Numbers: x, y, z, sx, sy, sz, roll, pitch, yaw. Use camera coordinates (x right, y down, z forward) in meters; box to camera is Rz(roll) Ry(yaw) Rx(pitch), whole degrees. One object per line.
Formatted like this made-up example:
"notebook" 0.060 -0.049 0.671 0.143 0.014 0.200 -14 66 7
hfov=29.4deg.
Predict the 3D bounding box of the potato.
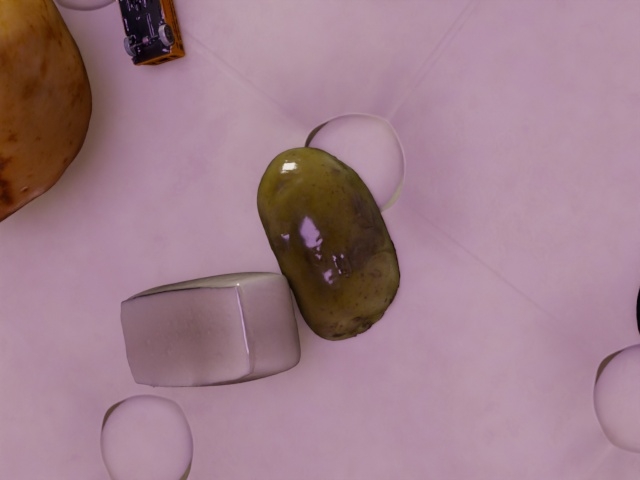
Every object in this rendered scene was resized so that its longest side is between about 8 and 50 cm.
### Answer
"potato" 0.000 0.000 1.633 0.160 0.111 0.272 -23 84 16

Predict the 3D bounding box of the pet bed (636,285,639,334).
"pet bed" 0.493 0.084 1.529 0.201 0.053 0.201 0 89 15

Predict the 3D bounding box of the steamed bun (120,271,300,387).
"steamed bun" -0.133 0.120 1.634 0.241 0.164 0.146 -9 88 34

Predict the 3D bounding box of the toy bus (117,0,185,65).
"toy bus" -0.242 -0.330 1.713 0.069 0.074 0.162 -13 89 22

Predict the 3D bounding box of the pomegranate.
"pomegranate" -0.506 -0.221 1.649 0.410 0.410 0.410 0 90 15
